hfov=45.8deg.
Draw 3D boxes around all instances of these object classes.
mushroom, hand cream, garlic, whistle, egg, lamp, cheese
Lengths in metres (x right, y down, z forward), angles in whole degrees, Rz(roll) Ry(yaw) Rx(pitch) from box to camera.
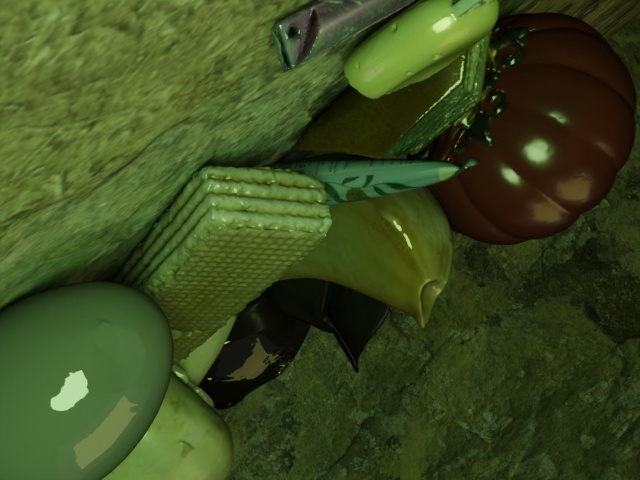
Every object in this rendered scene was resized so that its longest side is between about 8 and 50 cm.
[{"bbox_3d":[-0.246,0.214,1.112,0.336,0.314,0.314,-63,-172,-24],"label":"mushroom"},{"bbox_3d":[0.036,-0.066,0.788,0.256,0.055,0.088,-7,-179,16],"label":"hand cream"},{"bbox_3d":[-0.007,-0.014,0.914,0.339,0.196,0.151,6,164,23],"label":"garlic"},{"bbox_3d":[0.040,-0.167,0.515,0.176,0.033,0.033,-34,176,-22],"label":"whistle"},{"bbox_3d":[-0.234,0.134,0.680,0.232,0.176,0.176,-36,177,6],"label":"egg"},{"bbox_3d":[0.248,-0.141,0.966,0.303,0.257,0.303,-40,-146,35],"label":"lamp"},{"bbox_3d":[0.105,-0.176,0.589,0.127,0.050,0.255,-28,-177,-22],"label":"cheese"}]

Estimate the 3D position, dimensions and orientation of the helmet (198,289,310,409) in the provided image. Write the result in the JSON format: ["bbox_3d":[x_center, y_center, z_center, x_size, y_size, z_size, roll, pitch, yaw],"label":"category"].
[{"bbox_3d":[-0.173,0.148,1.346,0.305,0.225,0.177,-45,148,-3],"label":"helmet"}]

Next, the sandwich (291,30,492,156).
[{"bbox_3d":[0.092,-0.152,0.784,0.258,0.096,0.094,-40,170,21],"label":"sandwich"}]

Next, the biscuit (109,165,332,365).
[{"bbox_3d":[-0.153,0.051,0.838,0.144,0.078,0.426,3,152,-32],"label":"biscuit"}]

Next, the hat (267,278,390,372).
[{"bbox_3d":[-0.021,0.052,1.207,0.209,0.336,0.238,2,-147,22],"label":"hat"}]
